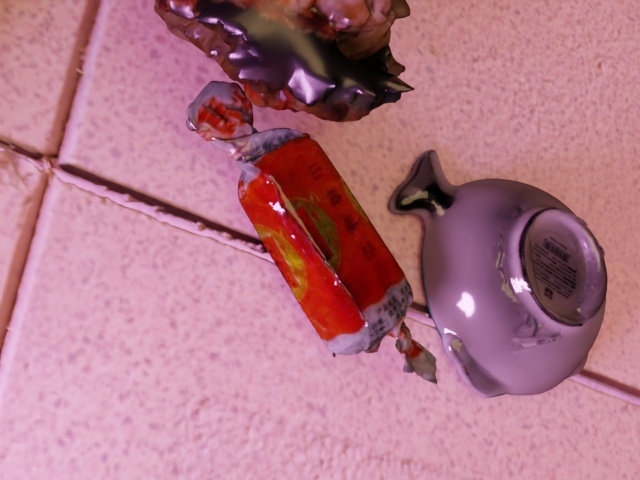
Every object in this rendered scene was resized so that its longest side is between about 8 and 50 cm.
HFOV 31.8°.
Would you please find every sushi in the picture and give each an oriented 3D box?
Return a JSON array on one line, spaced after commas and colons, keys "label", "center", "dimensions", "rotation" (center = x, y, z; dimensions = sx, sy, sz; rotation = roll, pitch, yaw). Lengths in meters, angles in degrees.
[{"label": "sushi", "center": [-0.016, -0.204, 0.837], "dimensions": [0.239, 0.225, 0.218], "rotation": [19, 92, 10]}]

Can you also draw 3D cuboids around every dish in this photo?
[{"label": "dish", "center": [0.175, 0.020, 0.965], "dimensions": [0.246, 0.078, 0.224], "rotation": [45, 55, -14]}]

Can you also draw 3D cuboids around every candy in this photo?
[{"label": "candy", "center": [0.000, 0.000, 0.861], "dimensions": [0.086, 0.059, 0.292], "rotation": [-40, 99, -41]}]
